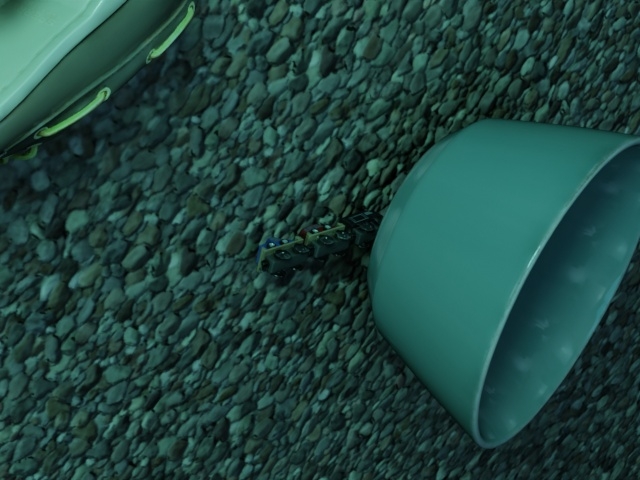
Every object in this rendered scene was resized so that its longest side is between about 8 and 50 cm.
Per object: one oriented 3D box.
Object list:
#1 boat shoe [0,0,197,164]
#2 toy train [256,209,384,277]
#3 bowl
[{"bbox_3d":[-0.196,-0.103,1.181,0.305,0.109,0.091,-45,141,-19],"label":"boat shoe"},{"bbox_3d":[0.000,0.000,1.573,0.158,0.036,0.027,-19,135,-44],"label":"toy train"},{"bbox_3d":[0.156,0.015,1.626,0.311,0.163,0.311,-47,153,-32],"label":"bowl"}]
